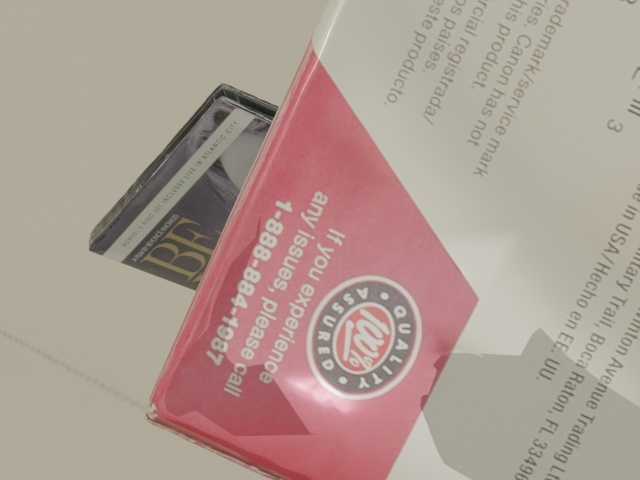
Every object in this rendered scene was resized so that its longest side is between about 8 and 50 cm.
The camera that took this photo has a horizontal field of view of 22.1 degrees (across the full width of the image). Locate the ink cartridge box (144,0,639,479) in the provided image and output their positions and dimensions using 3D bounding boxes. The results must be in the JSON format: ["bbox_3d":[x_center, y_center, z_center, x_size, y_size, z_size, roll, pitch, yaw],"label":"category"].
[{"bbox_3d":[0.127,0.005,0.437,0.283,0.117,0.207,25,106,-1],"label":"ink cartridge box"}]

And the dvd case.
[{"bbox_3d":[0.000,0.000,0.945,0.221,0.164,0.018,22,50,-23],"label":"dvd case"}]
